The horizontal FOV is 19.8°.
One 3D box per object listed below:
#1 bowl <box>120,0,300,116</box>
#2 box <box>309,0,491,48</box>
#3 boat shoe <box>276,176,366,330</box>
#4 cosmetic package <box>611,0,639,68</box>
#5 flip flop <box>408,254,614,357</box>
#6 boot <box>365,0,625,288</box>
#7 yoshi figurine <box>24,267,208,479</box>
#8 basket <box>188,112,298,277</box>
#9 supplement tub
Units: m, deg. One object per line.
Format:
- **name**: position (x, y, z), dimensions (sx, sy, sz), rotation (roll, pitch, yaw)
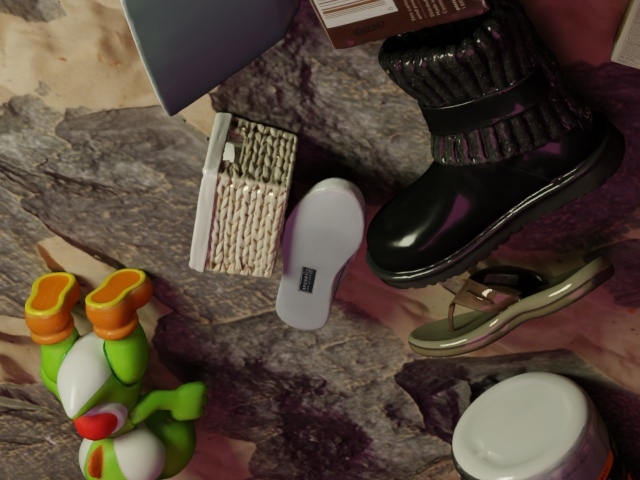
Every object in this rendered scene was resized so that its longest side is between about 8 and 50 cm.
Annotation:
- **bowl**: position (-0.120, -0.293, 1.822), dimensions (0.163, 0.311, 0.311), rotation (-15, 130, 1)
- **box**: position (0.071, -0.324, 1.781), dimensions (0.167, 0.203, 0.168), rotation (-12, 129, 23)
- **boat shoe**: position (0.000, 0.000, 2.185), dimensions (0.095, 0.084, 0.258), rotation (21, 139, -2)
- **cosmetic package**: position (0.349, -0.234, 1.911), dimensions (0.060, 0.041, 0.115), rotation (16, 134, -1)
- **flip flop**: position (0.221, 0.065, 2.193), dimensions (0.277, 0.112, 0.080), rotation (-26, 96, 35)
- **boot**: position (0.132, -0.112, 2.012), dimensions (0.348, 0.131, 0.260), rotation (-33, 126, 24)
- **yoshi figurine**: position (-0.259, 0.200, 2.416), dimensions (0.203, 0.203, 0.362), rotation (-22, 119, -20)
- **basket**: position (-0.090, -0.049, 2.145), dimensions (0.103, 0.113, 0.167), rotation (11, 134, -2)
- **supplement tub**: position (0.312, 0.336, 2.354), dimensions (0.193, 0.193, 0.316), rotation (-14, 129, 25)
